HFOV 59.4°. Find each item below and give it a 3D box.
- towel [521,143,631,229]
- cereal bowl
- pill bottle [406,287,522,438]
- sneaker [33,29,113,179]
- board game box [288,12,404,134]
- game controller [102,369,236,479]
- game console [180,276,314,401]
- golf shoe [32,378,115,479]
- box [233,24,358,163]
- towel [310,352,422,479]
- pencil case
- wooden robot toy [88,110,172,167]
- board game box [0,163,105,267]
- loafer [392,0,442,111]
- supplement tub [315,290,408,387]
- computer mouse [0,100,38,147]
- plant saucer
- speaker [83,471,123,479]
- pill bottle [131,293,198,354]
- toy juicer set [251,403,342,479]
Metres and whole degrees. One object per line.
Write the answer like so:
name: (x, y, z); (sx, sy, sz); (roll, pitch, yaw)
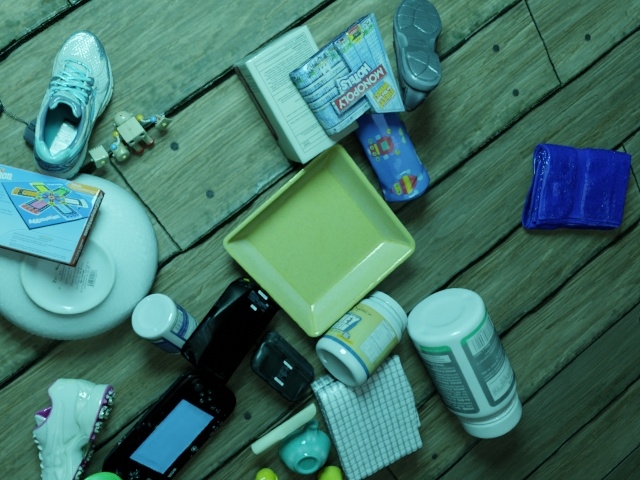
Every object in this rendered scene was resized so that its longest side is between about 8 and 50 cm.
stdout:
towel: (0.698, -0.135, 1.509); (0.307, 0.076, 0.228); (1, 104, -20)
cereal bowl: (-0.485, 0.043, 1.091); (0.338, 0.141, 0.340); (-5, 104, -19)
pill bottle: (0.378, 0.320, 1.442); (0.204, 0.204, 0.361); (-32, 112, -10)
sneaker: (-0.443, -0.252, 1.015); (0.110, 0.122, 0.283); (12, 82, -20)
board game box: (0.071, -0.305, 1.109); (0.194, 0.060, 0.194); (-41, 113, -11)
game controller: (-0.342, 0.443, 1.288); (0.319, 0.067, 0.166); (-47, 114, -2)
game console: (-0.136, 0.262, 1.275); (0.213, 0.043, 0.361); (-53, 129, -19)
golf shoe: (-0.552, 0.430, 1.198); (0.140, 0.115, 0.307); (22, 94, -8)
box: (-0.051, -0.299, 1.164); (0.148, 0.127, 0.232); (-35, 113, -10)
towel: (0.122, 0.437, 1.430); (0.234, 0.121, 0.284); (-23, 109, -15)
pencil case: (0.142, -0.231, 1.257); (0.119, 0.133, 0.306); (-20, 113, 20)
wooden robot toy: (-0.385, -0.217, 1.113); (0.173, 0.076, 0.079); (-37, 78, -7)
board game box: (-0.540, -0.055, 0.995); (0.281, 0.027, 0.145); (14, 75, 7)
loafer: (0.193, -0.399, 1.187); (0.108, 0.303, 0.095); (13, 143, -9)
supplement tub: (0.101, 0.230, 1.330); (0.199, 0.144, 0.144); (-44, 115, -27)
computer mouse: (-0.555, -0.224, 1.049); (0.242, 0.041, 0.071); (34, 92, -24)
plant saucer: (0.000, 0.000, 1.280); (0.332, 0.081, 0.333); (-41, 113, -1)
speaker: (-0.453, 0.648, 1.237); (0.131, 0.131, 0.297); (-15, 124, -16)
pill bottle: (-0.314, 0.185, 1.181); (0.094, 0.094, 0.169); (-39, 150, -7)
toy juicer set: (-0.073, 0.539, 1.407); (0.209, 0.089, 0.329); (-18, 118, -1)
